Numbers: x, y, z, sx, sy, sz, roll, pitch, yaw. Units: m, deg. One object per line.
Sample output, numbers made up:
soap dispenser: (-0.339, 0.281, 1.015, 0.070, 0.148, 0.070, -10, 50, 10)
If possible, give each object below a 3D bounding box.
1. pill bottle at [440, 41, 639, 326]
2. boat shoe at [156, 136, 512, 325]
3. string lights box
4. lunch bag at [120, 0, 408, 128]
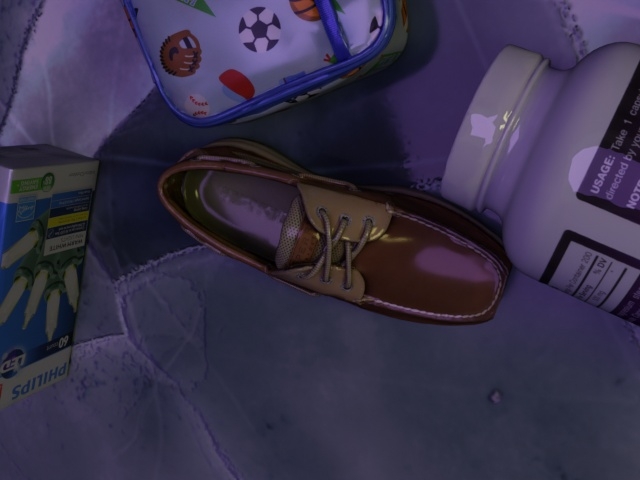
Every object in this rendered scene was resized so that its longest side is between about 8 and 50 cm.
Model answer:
pill bottle: (0.257, -0.023, 0.520, 0.323, 0.181, 0.181, 26, 107, 15)
boat shoe: (0.000, 0.000, 0.656, 0.324, 0.120, 0.122, 18, 105, 18)
string lights box: (-0.318, 0.036, 0.779, 0.077, 0.133, 0.259, 17, 105, 17)
lunch bag: (-0.060, -0.264, 0.641, 0.243, 0.115, 0.303, -18, 93, 21)
